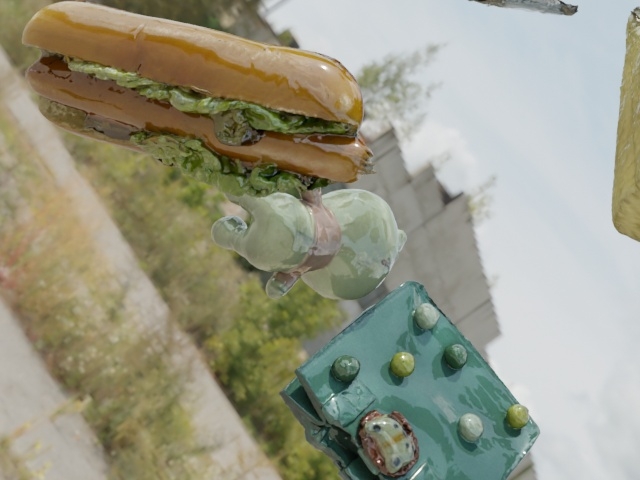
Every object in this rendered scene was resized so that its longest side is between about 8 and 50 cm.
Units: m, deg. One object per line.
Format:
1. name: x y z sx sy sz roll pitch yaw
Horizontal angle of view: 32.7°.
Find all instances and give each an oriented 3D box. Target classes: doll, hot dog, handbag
1. doll: 0.004 0.003 1.276 0.275 0.155 0.113 16 10 -35
2. hot dog: -0.109 -0.116 0.928 0.337 0.100 0.135 16 -49 17
3. handbag: 0.120 0.201 1.292 0.269 0.274 0.100 52 -50 4

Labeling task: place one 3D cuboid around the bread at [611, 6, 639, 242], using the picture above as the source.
1. bread: 0.437 -0.106 0.949 0.345 0.405 0.242 17 -32 8

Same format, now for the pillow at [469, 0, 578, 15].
1. pillow: 0.263 -0.380 1.603 0.255 0.059 0.169 -5 45 -48
